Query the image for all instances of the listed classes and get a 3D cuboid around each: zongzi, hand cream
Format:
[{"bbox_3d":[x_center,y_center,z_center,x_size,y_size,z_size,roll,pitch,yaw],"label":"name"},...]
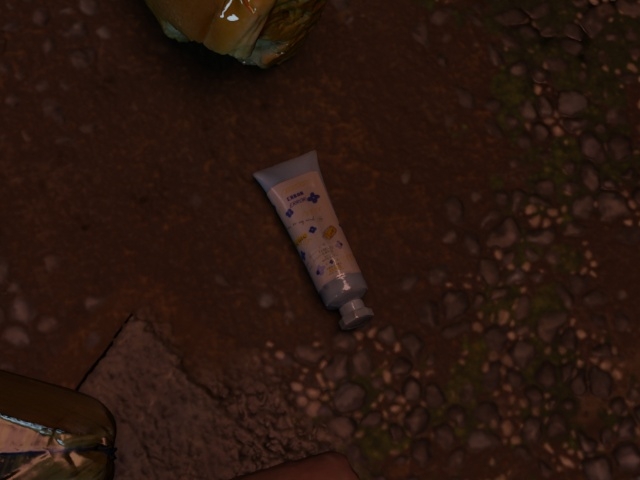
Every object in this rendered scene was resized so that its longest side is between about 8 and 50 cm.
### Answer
[{"bbox_3d":[-0.315,0.234,1.173,0.260,0.123,0.289,18,79,-8],"label":"zongzi"},{"bbox_3d":[0.000,0.000,1.347,0.065,0.043,0.170,-20,74,-13],"label":"hand cream"}]

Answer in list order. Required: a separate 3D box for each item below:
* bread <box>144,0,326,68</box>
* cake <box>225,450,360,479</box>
[{"bbox_3d":[-0.127,-0.318,1.358,0.149,0.195,0.344,-22,74,-23],"label":"bread"},{"bbox_3d":[-0.059,0.316,1.089,0.230,0.309,0.237,-17,71,-21],"label":"cake"}]
